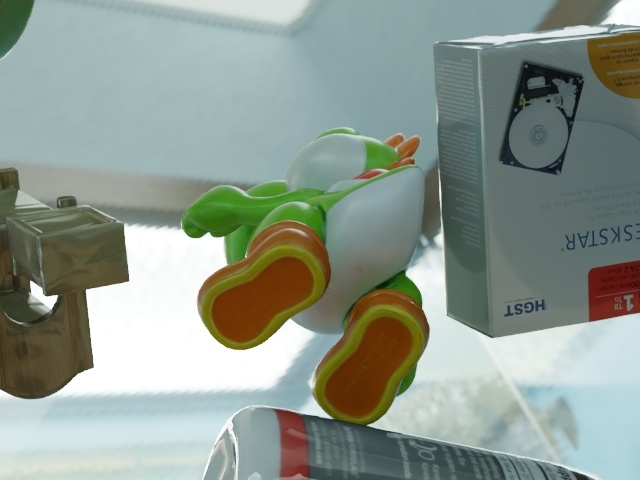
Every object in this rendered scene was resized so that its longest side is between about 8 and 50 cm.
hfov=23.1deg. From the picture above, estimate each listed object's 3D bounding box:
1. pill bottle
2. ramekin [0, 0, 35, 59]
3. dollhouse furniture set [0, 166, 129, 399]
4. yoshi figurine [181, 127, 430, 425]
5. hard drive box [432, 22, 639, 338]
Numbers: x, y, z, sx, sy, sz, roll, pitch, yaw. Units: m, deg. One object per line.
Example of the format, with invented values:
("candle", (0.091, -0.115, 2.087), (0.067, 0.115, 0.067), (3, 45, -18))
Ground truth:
("pill bottle", (0.096, 0.247, 1.075), (0.363, 0.210, 0.210), (13, -46, -11))
("ramekin", (-0.360, -0.262, 1.193), (0.148, 0.303, 0.303), (-23, -29, -39))
("dollhouse furniture set", (-0.197, 0.037, 0.771), (0.161, 0.182, 0.101), (-11, -75, -25))
("yoshi figurine", (-0.011, 0.024, 1.261), (0.203, 0.362, 0.204), (-3, -69, 6))
("hard drive box", (0.194, -0.053, 1.277), (0.181, 0.089, 0.232), (-9, -76, -20))
